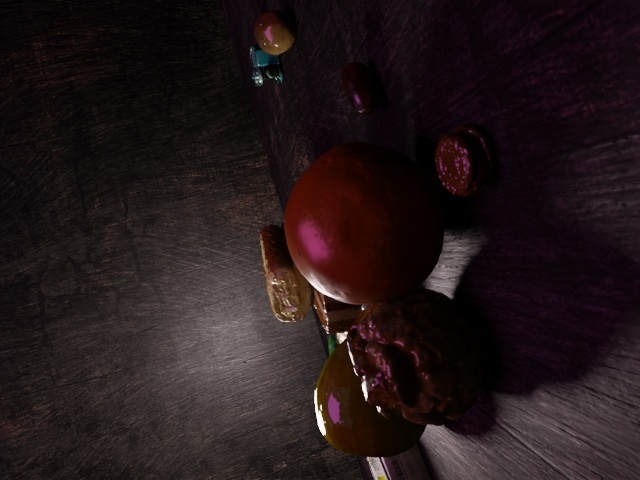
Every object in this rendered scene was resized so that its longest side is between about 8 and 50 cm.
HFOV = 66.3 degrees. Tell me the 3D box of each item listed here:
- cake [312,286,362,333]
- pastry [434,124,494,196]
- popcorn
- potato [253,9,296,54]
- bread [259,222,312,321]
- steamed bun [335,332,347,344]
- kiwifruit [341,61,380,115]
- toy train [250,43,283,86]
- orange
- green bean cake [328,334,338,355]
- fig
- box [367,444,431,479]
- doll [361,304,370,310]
[{"bbox_3d":[0.075,0.123,1.557,0.196,0.198,0.293,-115,16,-61],"label":"cake"},{"bbox_3d":[0.218,-0.122,0.751,0.097,0.057,0.109,143,109,-77],"label":"pastry"},{"bbox_3d":[0.186,0.220,0.982,0.282,0.247,0.282,-18,-90,-89],"label":"popcorn"},{"bbox_3d":[-0.151,-0.684,1.615,0.176,0.137,0.137,-144,38,-70],"label":"potato"},{"bbox_3d":[-0.122,0.107,1.781,0.375,0.165,0.237,-114,16,-64],"label":"bread"},{"bbox_3d":[0.146,0.321,1.708,0.177,0.106,0.192,37,123,52],"label":"steamed bun"},{"bbox_3d":[0.088,-0.331,1.065,0.075,0.075,0.124,100,147,-69],"label":"kiwifruit"},{"bbox_3d":[-0.223,-0.717,1.993,0.203,0.112,0.163,-134,35,-67],"label":"toy train"},{"bbox_3d":[0.085,-0.033,0.929,0.312,0.312,0.312,163,90,-80],"label":"orange"},{"bbox_3d":[0.146,0.513,1.867,0.300,0.169,0.308,88,163,-49],"label":"green bean cake"},{"bbox_3d":[0.140,0.419,1.367,0.343,0.343,0.343,163,90,-80],"label":"fig"},{"bbox_3d":[0.268,0.805,1.743,0.333,0.145,0.173,93,156,-64],"label":"box"},{"bbox_3d":[0.167,0.122,1.232,0.249,0.127,0.088,114,149,-62],"label":"doll"}]
